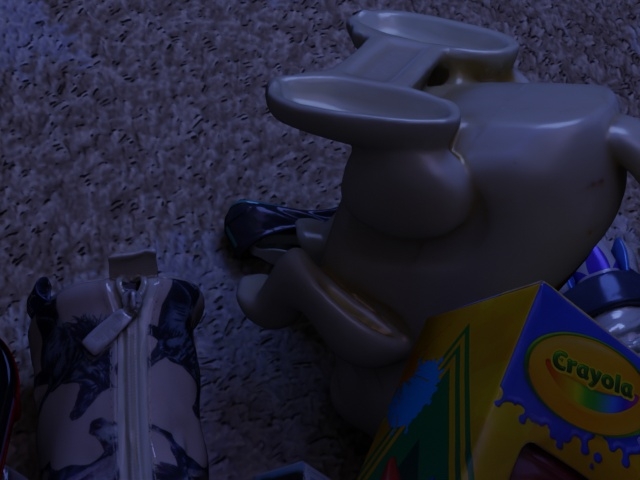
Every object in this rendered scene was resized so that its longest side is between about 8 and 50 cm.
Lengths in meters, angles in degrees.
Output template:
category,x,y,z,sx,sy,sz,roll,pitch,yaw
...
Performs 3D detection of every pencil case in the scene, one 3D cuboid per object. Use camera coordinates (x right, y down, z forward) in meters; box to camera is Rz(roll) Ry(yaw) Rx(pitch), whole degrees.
category,x,y,z,sx,sy,sz,roll,pitch,yaw
pencil case,-0.154,0.218,1.156,0.160,0.183,0.410,-8,58,-3

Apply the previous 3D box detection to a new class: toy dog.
category,x,y,z,sx,sy,sz,roll,pitch,yaw
toy dog,0.127,0.031,1.311,0.395,0.408,0.284,10,29,9

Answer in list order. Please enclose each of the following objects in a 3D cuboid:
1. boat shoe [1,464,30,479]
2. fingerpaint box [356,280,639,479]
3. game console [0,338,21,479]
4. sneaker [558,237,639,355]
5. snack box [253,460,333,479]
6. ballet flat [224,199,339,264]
category,x,y,z,sx,sy,sz,roll,pitch,yaw
boat shoe,-0.301,0.224,1.067,0.355,0.130,0.132,26,59,19
fingerpaint box,0.224,0.311,1.097,0.445,0.163,0.371,37,60,-18
game console,-0.394,0.214,0.950,0.342,0.060,0.386,5,54,1
sneaker,0.286,0.096,1.386,0.130,0.323,0.236,-19,78,1
snack box,0.021,0.364,1.161,0.187,0.060,0.322,40,37,-42
ballet flat,0.000,0.000,1.473,0.203,0.074,0.074,2,55,-18
